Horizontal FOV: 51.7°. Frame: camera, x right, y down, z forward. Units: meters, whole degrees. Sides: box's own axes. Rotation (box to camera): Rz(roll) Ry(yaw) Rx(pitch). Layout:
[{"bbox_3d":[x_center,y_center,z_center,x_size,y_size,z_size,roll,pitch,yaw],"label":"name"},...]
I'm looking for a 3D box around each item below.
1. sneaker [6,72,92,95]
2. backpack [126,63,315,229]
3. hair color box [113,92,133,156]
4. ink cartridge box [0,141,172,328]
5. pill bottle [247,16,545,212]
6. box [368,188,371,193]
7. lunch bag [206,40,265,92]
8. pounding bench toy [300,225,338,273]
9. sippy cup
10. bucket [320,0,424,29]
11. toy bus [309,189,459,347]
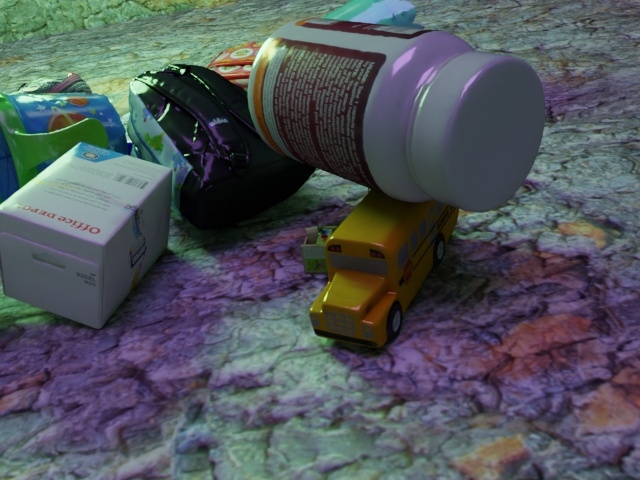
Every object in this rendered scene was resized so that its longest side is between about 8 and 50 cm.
[{"bbox_3d":[-0.620,-0.272,1.376,0.299,0.121,0.112,-19,75,-37],"label":"sneaker"},{"bbox_3d":[-0.220,-0.188,1.243,0.290,0.273,0.356,-27,69,-36],"label":"backpack"},{"bbox_3d":[-0.423,-0.247,1.534,0.185,0.110,0.339,-2,30,14],"label":"hair color box"},{"bbox_3d":[-0.361,-0.014,1.038,0.171,0.168,0.233,18,36,5],"label":"ink cartridge box"},{"bbox_3d":[0.092,-0.182,0.921,0.224,0.224,0.392,-28,35,-28],"label":"pill bottle"},{"bbox_3d":[0.138,-0.093,1.213,0.083,0.018,0.067,-18,32,-15],"label":"box"},{"bbox_3d":[-0.162,-0.443,1.783,0.293,0.120,0.258,1,36,19],"label":"lunch bag"},{"bbox_3d":[0.000,0.000,1.036,0.052,0.083,0.065,-2,33,12],"label":"pounding bench toy"},{"bbox_3d":[-0.497,-0.178,1.248,0.224,0.240,0.305,-22,50,-36],"label":"sippy cup"},{"bbox_3d":[0.125,-0.439,1.542,0.183,0.281,0.281,-24,32,-3],"label":"bucket"},{"bbox_3d":[0.100,0.006,0.954,0.108,0.130,0.333,9,36,28],"label":"toy bus"}]
